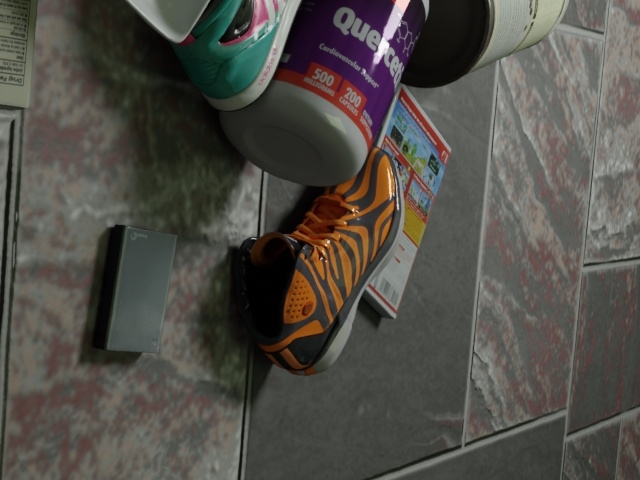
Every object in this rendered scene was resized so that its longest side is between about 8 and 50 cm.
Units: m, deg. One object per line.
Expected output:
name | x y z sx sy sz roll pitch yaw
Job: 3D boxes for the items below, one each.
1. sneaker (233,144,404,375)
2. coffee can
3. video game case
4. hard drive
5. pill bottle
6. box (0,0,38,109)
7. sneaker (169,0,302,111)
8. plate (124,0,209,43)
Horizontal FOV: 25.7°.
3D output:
sneaker | 0.000 0.000 1.754 0.180 0.125 0.321 44 59 -54
coffee can | 0.200 -0.335 1.930 0.275 0.202 0.201 -28 120 -53
video game case | 0.102 -0.056 2.004 0.204 0.025 0.285 46 59 -52
hard drive | -0.201 0.054 1.535 0.094 0.022 0.135 11 87 -59
pill bottle | 0.017 -0.236 1.673 0.181 0.182 0.323 54 52 -49
box | -0.326 -0.231 1.167 0.149 0.127 0.232 0 97 -59
sneaker | -0.102 -0.310 1.531 0.178 0.124 0.295 47 50 -54
plate | -0.149 -0.356 1.197 0.277 0.045 0.278 39 76 -43
